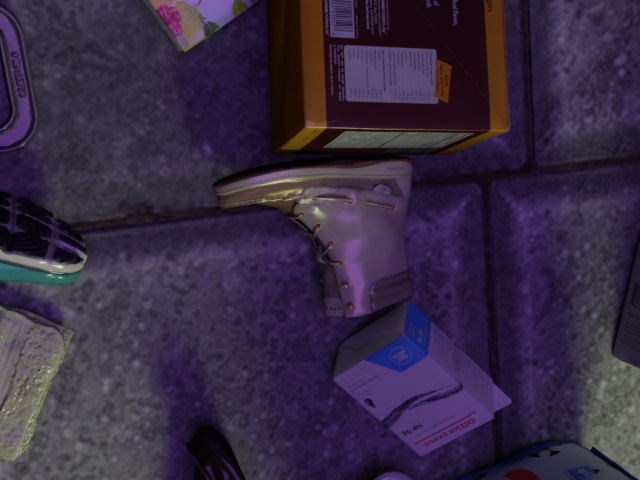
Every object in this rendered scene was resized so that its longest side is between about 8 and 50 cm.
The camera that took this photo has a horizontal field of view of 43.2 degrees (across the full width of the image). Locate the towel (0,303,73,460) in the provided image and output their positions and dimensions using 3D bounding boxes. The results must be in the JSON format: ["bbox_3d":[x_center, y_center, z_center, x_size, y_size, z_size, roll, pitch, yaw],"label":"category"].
[{"bbox_3d":[-0.316,0.134,0.782,0.110,0.027,0.148,22,92,-17],"label":"towel"}]

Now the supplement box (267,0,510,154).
[{"bbox_3d":[0.059,-0.185,0.766,0.194,0.129,0.191,-1,86,-16],"label":"supplement box"}]

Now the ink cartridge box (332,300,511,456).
[{"bbox_3d":[0.114,0.161,0.870,0.104,0.060,0.180,-37,110,28],"label":"ink cartridge box"}]

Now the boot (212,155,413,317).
[{"bbox_3d":[0.000,0.000,0.824,0.213,0.077,0.165,-7,101,-23],"label":"boot"}]

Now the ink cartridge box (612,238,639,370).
[{"bbox_3d":[0.495,0.040,0.912,0.197,0.198,0.270,8,97,-17],"label":"ink cartridge box"}]

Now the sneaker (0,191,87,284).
[{"bbox_3d":[-0.353,0.014,0.730,0.275,0.107,0.110,4,116,-12],"label":"sneaker"}]

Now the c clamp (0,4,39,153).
[{"bbox_3d":[-0.331,-0.136,0.737,0.137,0.022,0.160,-4,100,-15],"label":"c clamp"}]

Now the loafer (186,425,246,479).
[{"bbox_3d":[-0.103,0.300,0.842,0.078,0.080,0.220,-19,104,-13],"label":"loafer"}]

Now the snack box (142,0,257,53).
[{"bbox_3d":[-0.133,-0.264,0.765,0.100,0.037,0.141,-38,107,-9],"label":"snack box"}]

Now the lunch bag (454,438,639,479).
[{"bbox_3d":[0.233,0.412,0.832,0.239,0.328,0.385,43,87,-19],"label":"lunch bag"}]

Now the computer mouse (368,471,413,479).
[{"bbox_3d":[0.040,0.336,0.913,0.106,0.042,0.193,36,93,-14],"label":"computer mouse"}]
